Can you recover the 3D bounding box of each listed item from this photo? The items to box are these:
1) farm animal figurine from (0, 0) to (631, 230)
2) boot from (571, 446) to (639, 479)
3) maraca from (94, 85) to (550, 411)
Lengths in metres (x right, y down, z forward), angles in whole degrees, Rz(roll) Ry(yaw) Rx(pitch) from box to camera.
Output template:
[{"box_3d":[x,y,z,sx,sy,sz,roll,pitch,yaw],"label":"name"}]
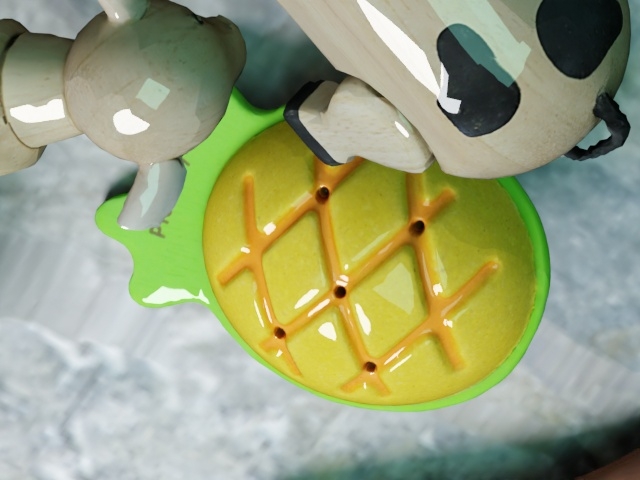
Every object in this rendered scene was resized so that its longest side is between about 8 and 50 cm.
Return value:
[{"box_3d":[-0.026,-0.112,0.563,0.327,0.172,0.330,28,82,-25],"label":"farm animal figurine"},{"box_3d":[0.115,0.223,0.848,0.280,0.096,0.264,-13,116,-4],"label":"boot"},{"box_3d":[0.000,0.000,0.727,0.186,0.099,0.127,19,107,9],"label":"maraca"}]
